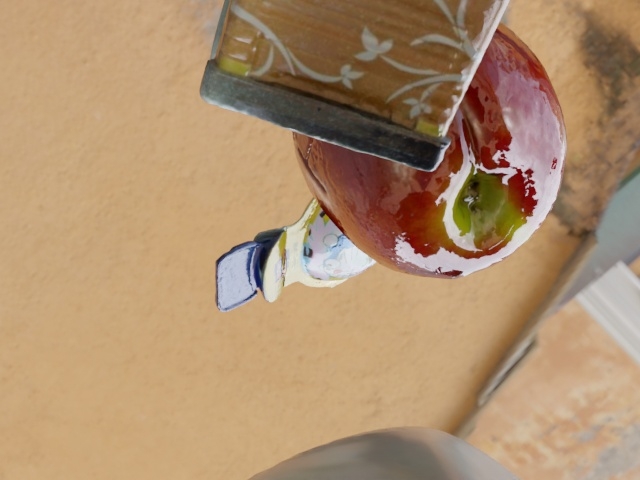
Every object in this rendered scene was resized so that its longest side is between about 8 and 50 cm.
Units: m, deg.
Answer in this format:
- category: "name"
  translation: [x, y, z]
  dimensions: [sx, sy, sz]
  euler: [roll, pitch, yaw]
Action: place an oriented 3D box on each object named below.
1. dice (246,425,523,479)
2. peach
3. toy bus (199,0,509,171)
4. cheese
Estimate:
- category: "dice"
  translation: [0.076, 0.290, 0.493]
  dimensions: [0.277, 0.304, 0.304]
  euler: [-47, -131, 6]
- category: "peach"
  translation: [0.071, -0.084, 0.706]
  dimensions: [0.190, 0.196, 0.226]
  euler: [-42, -140, 10]
- category: "toy bus"
  translation: [0.032, -0.187, 0.532]
  dimensions: [0.275, 0.138, 0.167]
  euler: [-81, -170, -50]
- category: "cheese"
  translation: [0.000, 0.000, 0.957]
  dimensions: [0.250, 0.064, 0.157]
  euler: [-26, 139, -28]
